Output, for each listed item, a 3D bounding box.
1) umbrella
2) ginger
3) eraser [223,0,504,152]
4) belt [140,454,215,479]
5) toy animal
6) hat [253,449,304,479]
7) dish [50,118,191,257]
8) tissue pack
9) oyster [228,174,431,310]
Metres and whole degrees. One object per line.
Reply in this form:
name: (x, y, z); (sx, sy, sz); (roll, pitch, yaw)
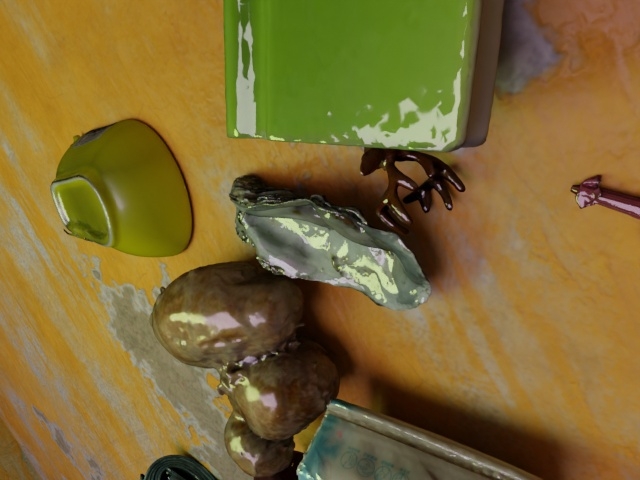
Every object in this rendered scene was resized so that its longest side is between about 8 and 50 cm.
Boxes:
umbrella: (0.278, -0.014, 0.380); (0.165, 0.025, 0.027); (24, 144, 28)
ginger: (-0.090, 0.167, 0.667); (0.245, 0.155, 0.303); (-27, 90, 27)
eraser: (0.025, -0.206, 0.348); (0.210, 0.092, 0.273); (9, 108, 29)
belt: (-0.300, 0.546, 1.053); (0.190, 0.141, 0.082); (36, 129, 20)
toy animal: (0.065, -0.156, 0.424); (0.260, 0.087, 0.243); (51, 135, 7)
hat: (-0.024, 0.400, 0.726); (0.206, 0.205, 0.089); (36, 93, 17)
dish: (-0.329, -0.066, 0.761); (0.263, 0.108, 0.220); (9, 118, 34)
tissue pack: (0.128, 0.310, 0.577); (0.271, 0.124, 0.201); (9, 145, 33)
oyster: (-0.002, 0.003, 0.561); (0.199, 0.087, 0.252); (48, 155, -21)
